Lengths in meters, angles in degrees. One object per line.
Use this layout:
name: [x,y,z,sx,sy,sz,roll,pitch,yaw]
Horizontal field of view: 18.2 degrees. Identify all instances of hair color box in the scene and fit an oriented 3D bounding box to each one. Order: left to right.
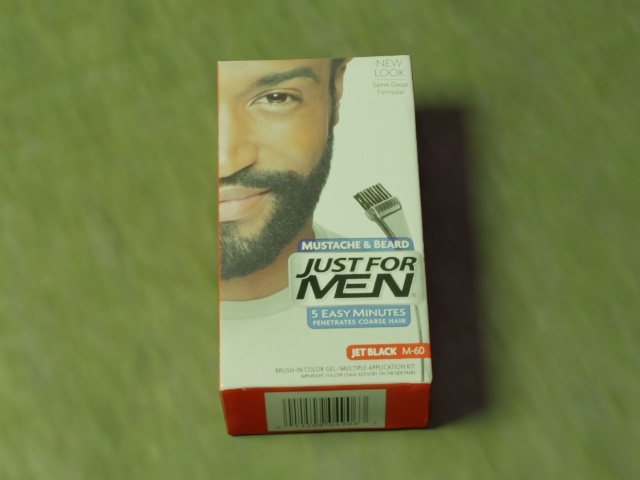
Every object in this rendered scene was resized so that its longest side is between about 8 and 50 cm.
hair color box: [0.000,0.000,0.898,0.093,0.053,0.167,-2,60,-1]
